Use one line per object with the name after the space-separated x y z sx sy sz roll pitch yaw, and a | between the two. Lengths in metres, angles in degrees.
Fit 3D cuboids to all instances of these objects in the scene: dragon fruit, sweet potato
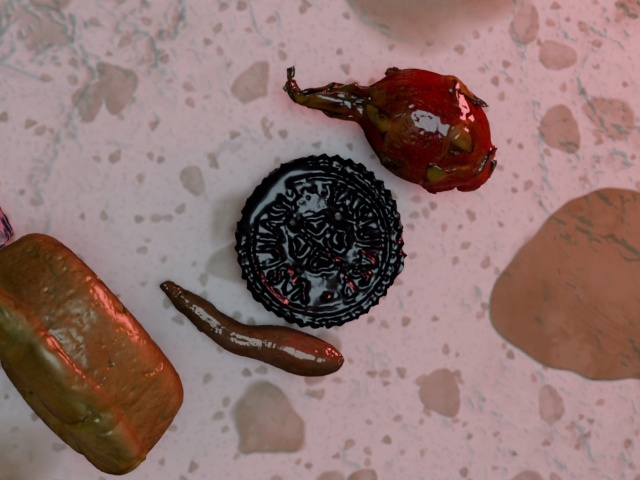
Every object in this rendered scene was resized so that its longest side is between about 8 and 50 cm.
0.076 -0.129 1.648 0.246 0.125 0.125 17 91 -4 | dragon fruit
-0.078 0.100 1.662 0.214 0.050 0.050 21 88 -4 | sweet potato

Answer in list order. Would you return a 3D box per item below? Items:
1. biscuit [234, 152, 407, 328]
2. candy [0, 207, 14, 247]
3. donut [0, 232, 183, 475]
0.000 0.000 1.669 0.194 0.053 0.194 0 93 -10 | biscuit
-0.397 0.007 1.577 0.160 0.092 0.073 -30 98 -7 | candy
-0.245 0.114 1.542 0.128 0.208 0.261 -43 120 -15 | donut
